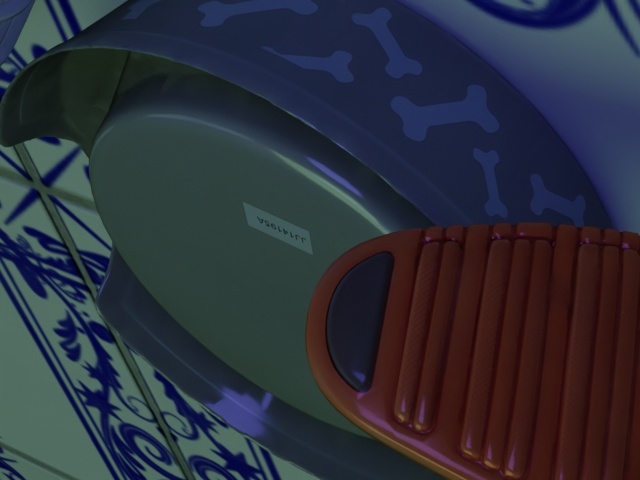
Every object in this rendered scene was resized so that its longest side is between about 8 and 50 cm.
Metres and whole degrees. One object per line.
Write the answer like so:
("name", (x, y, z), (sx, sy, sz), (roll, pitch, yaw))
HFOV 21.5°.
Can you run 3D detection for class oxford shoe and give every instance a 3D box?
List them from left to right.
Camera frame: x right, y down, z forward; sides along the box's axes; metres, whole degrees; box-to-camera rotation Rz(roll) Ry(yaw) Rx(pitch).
("oxford shoe", (0.161, 0.091, 0.714), (0.363, 0.130, 0.133), (17, 159, -7))

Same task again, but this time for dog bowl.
("dog bowl", (0.000, 0.000, 0.881), (0.349, 0.102, 0.349), (27, 151, 17))

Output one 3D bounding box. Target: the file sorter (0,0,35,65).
("file sorter", (-0.221, -0.151, 0.785), (0.193, 0.173, 0.277), (27, 155, -15))
